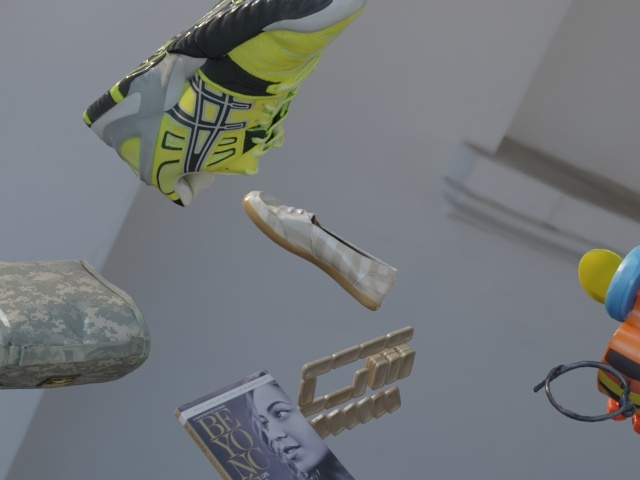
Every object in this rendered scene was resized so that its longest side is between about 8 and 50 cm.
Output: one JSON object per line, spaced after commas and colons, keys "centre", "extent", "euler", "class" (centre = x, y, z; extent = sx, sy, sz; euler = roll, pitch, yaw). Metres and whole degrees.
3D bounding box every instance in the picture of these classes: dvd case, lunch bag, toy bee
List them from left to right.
{"centre": [-0.419, 0.137, 1.796], "extent": [0.235, 0.168, 0.287], "euler": [0, 15, -33], "class": "lunch bag"}
{"centre": [-0.067, 0.279, 1.562], "extent": [0.165, 0.018, 0.221], "euler": [-19, 59, -44], "class": "dvd case"}
{"centre": [0.288, 0.082, 1.031], "extent": [0.298, 0.162, 0.195], "euler": [-23, 48, -15], "class": "toy bee"}

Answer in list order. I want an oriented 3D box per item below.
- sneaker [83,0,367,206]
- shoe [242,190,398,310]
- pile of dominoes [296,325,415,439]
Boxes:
{"centre": [-0.069, -0.149, 1.098], "extent": [0.147, 0.145, 0.385], "euler": [51, -36, -12], "class": "sneaker"}
{"centre": [0.000, 0.000, 1.470], "extent": [0.219, 0.058, 0.076], "euler": [37, 13, 6], "class": "shoe"}
{"centre": [0.050, 0.242, 2.007], "extent": [0.251, 0.196, 0.040], "euler": [-16, 42, -34], "class": "pile of dominoes"}
